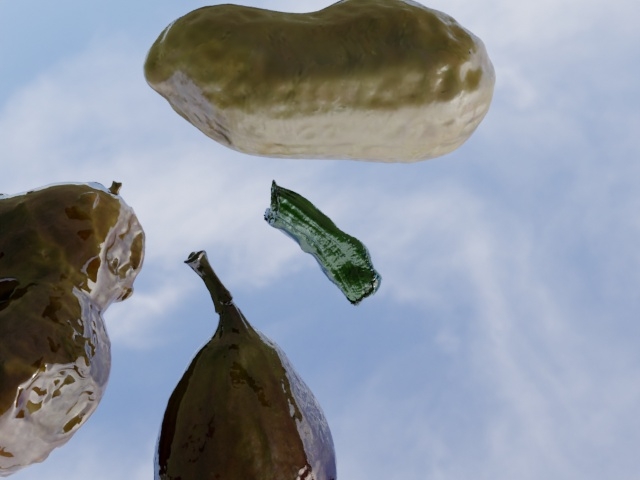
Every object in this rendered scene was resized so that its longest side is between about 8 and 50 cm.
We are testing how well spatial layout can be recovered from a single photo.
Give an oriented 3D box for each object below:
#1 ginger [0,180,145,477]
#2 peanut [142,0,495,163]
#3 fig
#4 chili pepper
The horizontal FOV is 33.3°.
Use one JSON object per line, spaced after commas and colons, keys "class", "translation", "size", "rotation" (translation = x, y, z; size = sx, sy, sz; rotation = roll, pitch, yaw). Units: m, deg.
{"class": "ginger", "translation": [-0.338, 0.092, 1.083], "size": [0.274, 0.152, 0.357], "rotation": [7, -111, 15]}
{"class": "peanut", "translation": [-0.001, -0.113, 0.728], "size": [0.237, 0.120, 0.110], "rotation": [5, 179, -1]}
{"class": "fig", "translation": [-0.080, 0.143, 0.983], "size": [0.170, 0.274, 0.145], "rotation": [-11, 178, 23]}
{"class": "chili pepper", "translation": [0.001, -0.001, 1.577], "size": [0.061, 0.224, 0.098], "rotation": [-44, 180, -39]}
